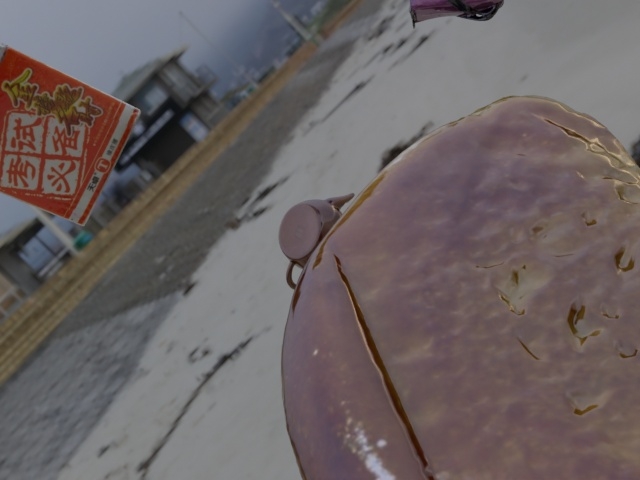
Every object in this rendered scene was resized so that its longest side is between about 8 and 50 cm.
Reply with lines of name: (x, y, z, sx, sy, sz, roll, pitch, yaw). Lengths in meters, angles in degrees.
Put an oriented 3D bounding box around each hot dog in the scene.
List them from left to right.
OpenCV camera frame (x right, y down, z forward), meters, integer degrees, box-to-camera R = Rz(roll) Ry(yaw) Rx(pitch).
hot dog: (0.104, 0.105, 0.481, 0.223, 0.185, 0.405, -17, 39, -4)

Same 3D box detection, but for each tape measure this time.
tape measure: (0.155, -0.304, 1.138, 0.118, 0.125, 0.074, -6, -5, 9)

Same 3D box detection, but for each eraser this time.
eraser: (-0.342, -0.129, 1.165, 0.157, 0.230, 0.038, -62, 32, 5)

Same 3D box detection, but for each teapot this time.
teapot: (0.000, 0.000, 1.561, 0.116, 0.116, 0.173, -104, 38, -81)
